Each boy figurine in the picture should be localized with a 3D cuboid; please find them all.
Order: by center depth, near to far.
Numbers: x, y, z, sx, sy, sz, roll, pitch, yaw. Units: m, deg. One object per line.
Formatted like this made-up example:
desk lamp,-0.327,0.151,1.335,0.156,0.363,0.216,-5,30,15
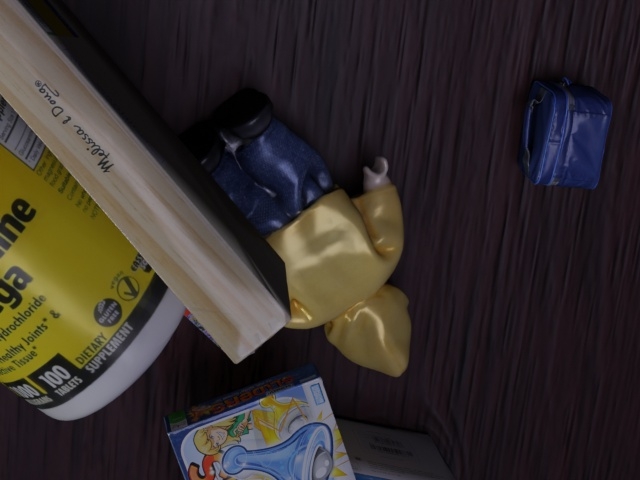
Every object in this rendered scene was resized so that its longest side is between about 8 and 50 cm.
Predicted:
boy figurine,0.000,0.000,1.353,0.177,0.092,0.285,-41,115,0

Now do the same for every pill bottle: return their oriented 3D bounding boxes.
pill bottle,-0.274,-0.021,1.227,0.334,0.188,0.188,40,97,-23

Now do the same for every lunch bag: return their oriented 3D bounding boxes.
lunch bag,0.212,-0.097,1.377,0.065,0.067,0.098,2,109,-14

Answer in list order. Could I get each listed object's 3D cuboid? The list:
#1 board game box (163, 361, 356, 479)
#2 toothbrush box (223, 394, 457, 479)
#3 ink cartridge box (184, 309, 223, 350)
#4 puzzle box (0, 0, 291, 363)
board game box,-0.036,0.217,1.321,0.136,0.035,0.201,-20,111,-4
toothbrush box,-0.021,0.316,1.447,0.216,0.126,0.295,12,106,-16
ink cartridge box,-0.096,0.045,1.380,0.063,0.029,0.115,-43,114,5
puzzle box,-0.171,-0.102,1.121,0.052,0.272,0.409,-40,96,4
